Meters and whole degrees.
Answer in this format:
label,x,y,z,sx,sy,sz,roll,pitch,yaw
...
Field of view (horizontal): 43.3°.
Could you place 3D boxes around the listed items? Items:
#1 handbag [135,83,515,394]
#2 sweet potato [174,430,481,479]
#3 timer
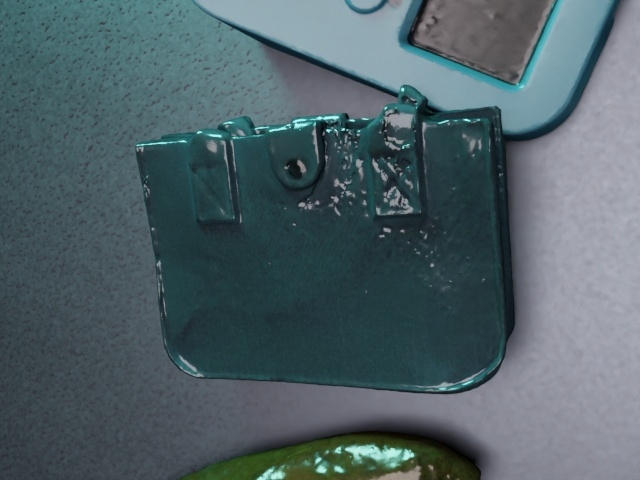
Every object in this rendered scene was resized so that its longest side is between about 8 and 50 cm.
label,x,y,z,sx,sy,sz,roll,pitch,yaw
handbag,0.000,0.000,0.494,0.229,0.062,0.179,0,107,23
sweet potato,-0.028,0.173,0.532,0.273,0.075,0.075,-23,82,18
timer,0.066,-0.202,0.474,0.249,0.091,0.232,24,100,17
